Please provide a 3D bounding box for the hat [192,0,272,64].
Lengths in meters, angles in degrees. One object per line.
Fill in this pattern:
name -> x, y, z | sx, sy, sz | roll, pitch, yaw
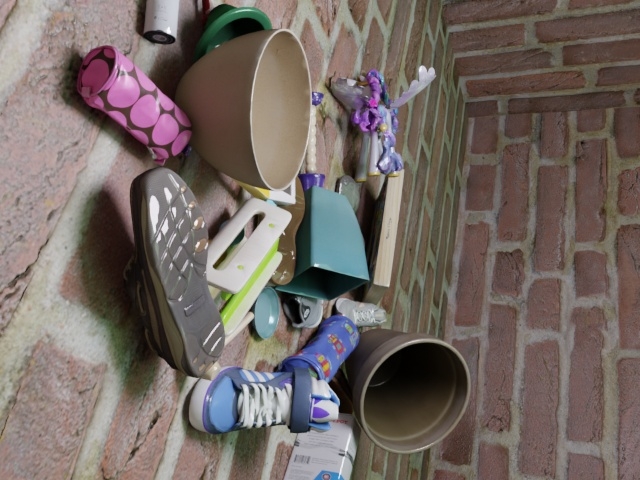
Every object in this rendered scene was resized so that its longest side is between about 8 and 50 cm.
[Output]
hat -> -0.209, -0.436, 1.212 | 0.208, 0.183, 0.173 | -51, 154, 23

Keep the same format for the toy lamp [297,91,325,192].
toy lamp -> -0.027, -0.240, 1.583 | 0.080, 0.080, 0.274 | -2, 90, -67

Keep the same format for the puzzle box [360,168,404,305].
puzzle box -> 0.202, -0.003, 2.016 | 0.272, 0.052, 0.409 | 102, -2, -68

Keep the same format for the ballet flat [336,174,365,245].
ballet flat -> 0.085, -0.077, 1.884 | 0.084, 0.058, 0.250 | -19, 106, -28

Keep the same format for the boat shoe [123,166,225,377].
boat shoe -> -0.259, 0.060, 0.987 | 0.132, 0.130, 0.355 | -36, 125, -57

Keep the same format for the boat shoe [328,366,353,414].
boat shoe -> 0.060, 0.434, 1.806 | 0.073, 0.073, 0.207 | -64, 146, -42

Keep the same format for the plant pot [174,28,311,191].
plant pot -> -0.152, -0.241, 1.124 | 0.284, 0.191, 0.284 | 8, 90, -73

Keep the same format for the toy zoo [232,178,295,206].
toy zoo -> -0.120, -0.199, 1.333 | 0.192, 0.030, 0.293 | 26, 58, -53

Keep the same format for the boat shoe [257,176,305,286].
boat shoe -> -0.107, -0.032, 1.412 | 0.104, 0.089, 0.285 | 26, 61, -36

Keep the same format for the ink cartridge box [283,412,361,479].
ink cartridge box -> 0.009, 0.557, 1.594 | 0.086, 0.148, 0.203 | 66, 33, -42

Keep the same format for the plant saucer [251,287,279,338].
plant saucer -> -0.131, 0.167, 1.418 | 0.119, 0.021, 0.119 | 1, 90, -66

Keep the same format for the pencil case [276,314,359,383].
pencil case -> 0.000, 0.303, 1.604 | 0.119, 0.133, 0.306 | 52, 26, 2

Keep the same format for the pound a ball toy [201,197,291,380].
pound a ball toy -> -0.187, 0.082, 1.193 | 0.319, 0.136, 0.208 | -58, 167, -50

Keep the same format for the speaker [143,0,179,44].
speaker -> -0.267, -0.409, 1.042 | 0.055, 0.055, 0.136 | 17, 75, -66

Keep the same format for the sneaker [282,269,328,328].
sneaker -> -0.040, 0.115, 1.554 | 0.132, 0.086, 0.228 | 2, 89, -64

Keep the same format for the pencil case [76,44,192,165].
pencil case -> -0.289, -0.206, 0.963 | 0.098, 0.095, 0.209 | -59, 148, -8

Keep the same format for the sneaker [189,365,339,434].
sneaker -> -0.087, 0.330, 1.252 | 0.323, 0.236, 0.130 | 21, 72, -66

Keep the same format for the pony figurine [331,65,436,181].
pony figurine -> 0.170, -0.373, 1.858 | 0.351, 0.303, 0.363 | 179, -92, -81

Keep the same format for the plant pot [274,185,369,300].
plant pot -> 0.000, 0.000, 1.487 | 0.166, 0.165, 0.234 | 16, 59, -31

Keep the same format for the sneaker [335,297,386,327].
sneaker -> 0.128, 0.227, 1.899 | 0.262, 0.121, 0.099 | 5, 85, -67

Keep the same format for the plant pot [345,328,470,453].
plant pot -> 0.206, 0.377, 1.711 | 0.280, 0.323, 0.323 | -146, -132, -67
